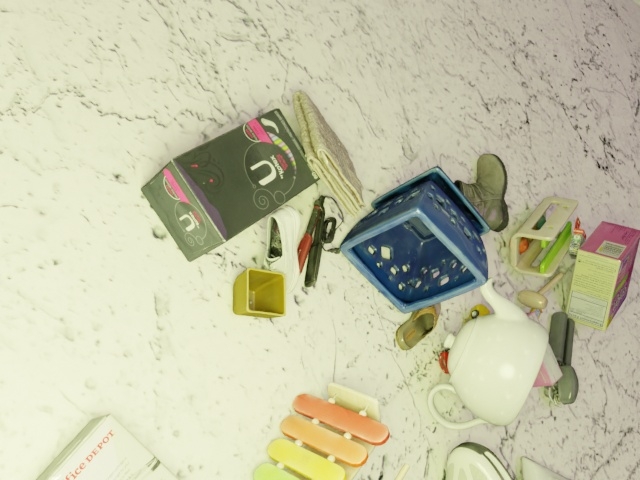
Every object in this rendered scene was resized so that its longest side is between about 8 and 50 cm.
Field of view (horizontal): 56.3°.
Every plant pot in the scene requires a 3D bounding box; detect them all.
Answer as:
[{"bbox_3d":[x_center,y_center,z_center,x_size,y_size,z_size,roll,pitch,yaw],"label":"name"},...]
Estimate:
[{"bbox_3d":[0.223,-0.011,1.322,0.236,0.236,0.212,45,44,-17],"label":"plant pot"},{"bbox_3d":[-0.119,0.103,1.094,0.082,0.083,0.081,12,66,-34],"label":"plant pot"}]

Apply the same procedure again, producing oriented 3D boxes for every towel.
[{"bbox_3d":[0.017,-0.183,1.228,0.187,0.049,0.282,51,16,-38],"label":"towel"}]

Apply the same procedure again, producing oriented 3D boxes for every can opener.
[{"bbox_3d":[0.677,0.323,1.643,0.076,0.095,0.283,38,54,-23],"label":"can opener"}]

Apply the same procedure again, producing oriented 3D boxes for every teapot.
[{"bbox_3d":[0.349,0.256,1.267,0.187,0.252,0.256,23,59,15],"label":"teapot"}]

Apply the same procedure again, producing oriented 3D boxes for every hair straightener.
[{"bbox_3d":[0.000,0.000,1.264,0.089,0.047,0.230,32,52,-26],"label":"hair straightener"}]

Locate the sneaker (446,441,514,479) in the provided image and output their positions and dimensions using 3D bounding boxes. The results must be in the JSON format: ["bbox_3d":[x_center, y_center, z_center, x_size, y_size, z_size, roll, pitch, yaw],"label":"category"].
[{"bbox_3d":[0.283,0.638,1.157,0.258,0.169,0.447,1,75,-40],"label":"sneaker"}]

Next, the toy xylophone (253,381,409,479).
[{"bbox_3d":[0.007,0.390,1.007,0.322,0.236,0.081,-51,135,-41],"label":"toy xylophone"}]

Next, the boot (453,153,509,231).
[{"bbox_3d":[0.431,-0.145,1.638,0.161,0.083,0.246,12,65,-29],"label":"boot"}]

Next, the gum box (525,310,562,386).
[{"bbox_3d":[0.521,0.277,1.527,0.062,0.107,0.188,-21,87,-42],"label":"gum box"}]

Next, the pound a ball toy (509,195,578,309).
[{"bbox_3d":[0.625,0.027,1.714,0.319,0.136,0.208,-37,128,-44],"label":"pound a ball toy"}]

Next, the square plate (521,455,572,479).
[{"bbox_3d":[0.616,0.730,1.430,0.347,0.049,0.343,31,46,-28],"label":"square plate"}]

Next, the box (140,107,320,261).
[{"bbox_3d":[-0.158,-0.106,1.103,0.270,0.143,0.165,-39,99,-40],"label":"box"}]

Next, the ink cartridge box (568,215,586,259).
[{"bbox_3d":[0.750,-0.006,1.737,0.063,0.029,0.115,32,74,-54],"label":"ink cartridge box"}]

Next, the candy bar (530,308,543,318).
[{"bbox_3d":[0.579,0.236,1.649,0.040,0.018,0.161,51,51,-12],"label":"candy bar"}]

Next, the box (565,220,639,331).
[{"bbox_3d":[0.833,0.102,1.762,0.214,0.117,0.242,-32,131,-42],"label":"box"}]

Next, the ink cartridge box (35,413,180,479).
[{"bbox_3d":[-0.295,0.366,0.855,0.190,0.082,0.139,49,50,-12],"label":"ink cartridge box"}]

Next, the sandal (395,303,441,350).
[{"bbox_3d":[0.236,0.185,1.372,0.180,0.049,0.072,-42,101,-40],"label":"sandal"}]

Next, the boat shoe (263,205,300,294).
[{"bbox_3d":[-0.077,0.027,1.121,0.066,0.184,0.063,31,35,31],"label":"boat shoe"}]

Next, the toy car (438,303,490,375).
[{"bbox_3d":[0.383,0.301,1.445,0.239,0.053,0.225,-42,101,-40],"label":"toy car"}]
